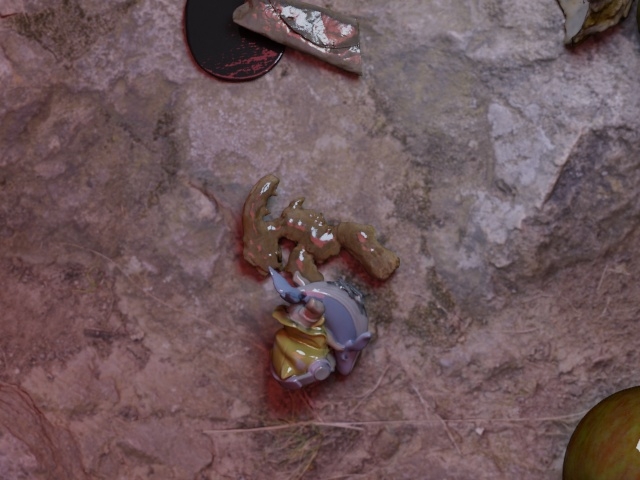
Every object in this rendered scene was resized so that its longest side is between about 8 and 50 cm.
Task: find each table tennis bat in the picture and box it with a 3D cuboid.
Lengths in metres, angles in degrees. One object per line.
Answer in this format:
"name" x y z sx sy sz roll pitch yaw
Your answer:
"table tennis bat" -0.139 -0.405 1.647 0.173 0.022 0.301 -4 84 3

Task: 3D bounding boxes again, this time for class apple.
"apple" 0.475 0.320 1.400 0.264 0.264 0.264 -1 84 5

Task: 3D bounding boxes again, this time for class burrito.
"burrito" -0.027 -0.335 1.600 0.226 0.060 0.087 19 84 0

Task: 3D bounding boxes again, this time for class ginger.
"ginger" -0.009 0.013 1.574 0.259 0.065 0.149 26 99 2

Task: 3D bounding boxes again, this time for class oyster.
"oyster" 0.421 -0.456 1.544 0.133 0.198 0.337 12 70 -17

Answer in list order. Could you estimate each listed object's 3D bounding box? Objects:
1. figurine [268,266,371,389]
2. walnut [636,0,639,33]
"figurine" -0.013 0.131 1.516 0.184 0.128 0.208 -40 119 0
"walnut" 0.595 -0.306 1.428 0.282 0.277 0.253 20 86 -8
